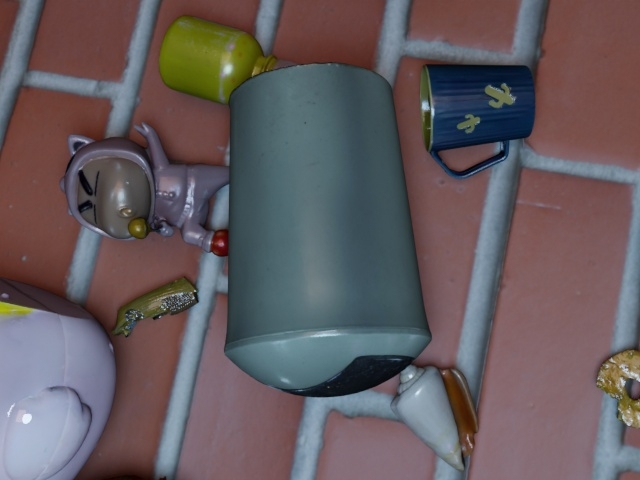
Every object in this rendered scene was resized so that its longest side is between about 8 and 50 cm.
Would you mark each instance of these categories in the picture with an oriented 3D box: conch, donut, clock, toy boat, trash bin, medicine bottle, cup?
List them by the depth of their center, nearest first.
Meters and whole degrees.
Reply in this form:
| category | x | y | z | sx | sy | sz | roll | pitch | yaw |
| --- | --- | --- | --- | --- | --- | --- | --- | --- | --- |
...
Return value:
| category | x | y | z | sx | sy | sz | roll | pitch | yaw |
| --- | --- | --- | --- | --- | --- | --- | --- | --- | --- |
| trash bin | 0.000 | 0.000 | 1.055 | 0.280 | 0.280 | 0.432 | -6 | 76 | 6 |
| clock | -0.463 | 0.247 | 1.059 | 0.368 | 0.250 | 0.376 | 20 | 90 | 38 |
| donut | 0.449 | 0.211 | 1.074 | 0.097 | 0.043 | 0.108 | -25 | 77 | 3 |
| conch | 0.171 | 0.246 | 1.080 | 0.176 | 0.094 | 0.104 | 50 | 47 | 8 |
| cup | 0.235 | -0.184 | 1.139 | 0.155 | 0.131 | 0.176 | -5 | 109 | 3 |
| toy boat | -0.261 | 0.107 | 1.180 | 0.149 | 0.047 | 0.049 | -26 | 78 | 1 |
| medicine bottle | -0.136 | -0.273 | 1.193 | 0.213 | 0.122 | 0.121 | 18 | 83 | 10 |

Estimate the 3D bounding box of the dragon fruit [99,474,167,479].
| category | x | y | z | sx | sy | sz | roll | pitch | yaw |
| --- | --- | --- | --- | --- | --- | --- | --- | --- | --- |
| dragon fruit | -0.285 | 0.442 | 1.038 | 0.252 | 0.241 | 0.241 | -2 | 80 | 11 |

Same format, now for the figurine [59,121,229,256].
| category | x | y | z | sx | sy | sz | roll | pitch | yaw |
| --- | --- | --- | --- | --- | --- | --- | --- | --- | --- |
| figurine | -0.258 | -0.076 | 1.155 | 0.288 | 0.186 | 0.176 | 15 | 108 | -7 |
